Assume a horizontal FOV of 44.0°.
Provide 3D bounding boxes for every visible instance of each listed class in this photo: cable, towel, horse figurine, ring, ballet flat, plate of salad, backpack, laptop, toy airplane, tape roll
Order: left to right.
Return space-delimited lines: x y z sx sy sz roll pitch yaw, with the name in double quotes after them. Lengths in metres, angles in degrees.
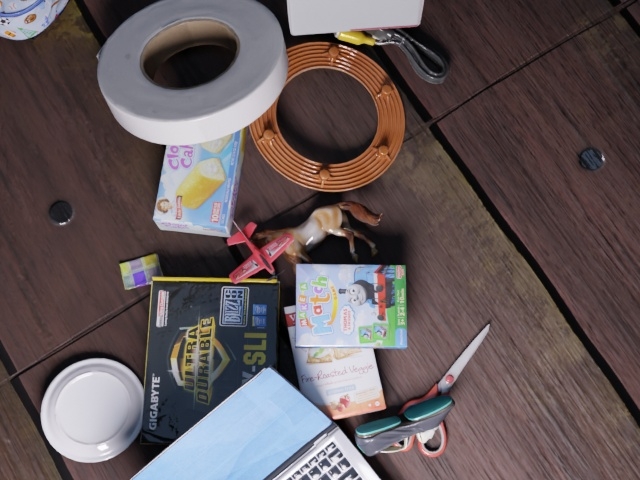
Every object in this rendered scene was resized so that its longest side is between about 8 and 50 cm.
-0.677 -0.569 1.684 0.263 0.213 0.276 29 76 -3 "backpack"
-0.439 0.330 1.541 0.200 0.048 0.200 2 70 -7 "plate of salad"
-0.366 0.063 1.620 0.083 0.009 0.060 -15 78 -2 "towel"
-0.261 -0.360 1.617 0.392 0.072 0.392 -5 55 7 "tape roll"
-0.131 0.021 1.564 0.151 0.028 0.151 -2 69 4 "toy airplane"
-0.091 0.494 1.379 0.382 0.236 0.408 -40 79 0 "laptop"
0.000 0.000 1.594 0.263 0.066 0.174 -35 71 1 "horse figurine"
0.017 -0.264 1.645 0.336 0.032 0.337 2 76 -10 "ring"
0.155 -0.441 1.719 0.287 0.072 0.139 30 62 -4 "cable"
0.164 0.356 1.498 0.203 0.074 0.074 -19 77 -8 "ballet flat"

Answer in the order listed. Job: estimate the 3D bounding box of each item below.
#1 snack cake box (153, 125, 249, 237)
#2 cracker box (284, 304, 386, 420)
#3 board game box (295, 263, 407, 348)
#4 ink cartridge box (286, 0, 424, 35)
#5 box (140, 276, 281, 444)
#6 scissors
-0.242 -0.149 1.627 0.152 0.089 0.264 7 77 2 "snack cake box"
0.026 0.229 1.543 0.155 0.067 0.232 -12 76 -2 "cracker box"
0.057 0.126 1.514 0.211 0.039 0.160 0 77 -1 "board game box"
0.057 -0.636 1.660 0.279 0.160 0.385 -5 63 0 "ink cartridge box"
-0.208 0.236 1.543 0.257 0.079 0.322 2 77 0 "box"
0.234 0.281 1.550 0.109 0.021 0.297 22 80 8 "scissors"
